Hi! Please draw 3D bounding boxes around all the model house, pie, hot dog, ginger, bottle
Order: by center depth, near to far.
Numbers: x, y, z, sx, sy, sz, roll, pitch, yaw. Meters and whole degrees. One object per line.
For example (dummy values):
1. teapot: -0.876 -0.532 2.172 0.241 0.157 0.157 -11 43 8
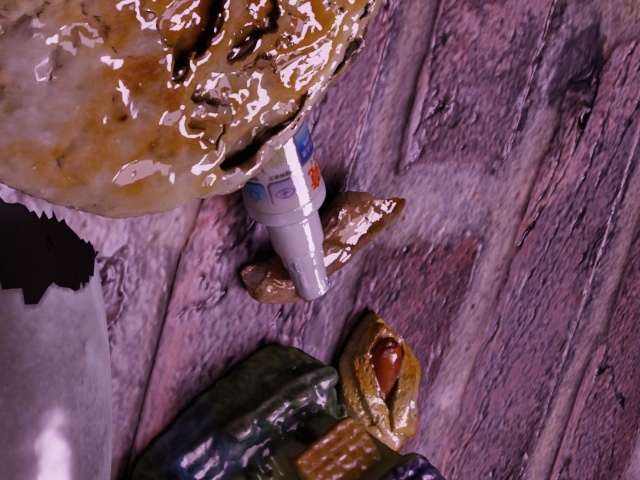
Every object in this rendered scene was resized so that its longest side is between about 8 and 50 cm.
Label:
1. pie: -0.069 -0.153 1.004 0.339 0.077 0.339 -29 141 -27
2. bottle: -0.031 -0.049 1.232 0.060 0.060 0.217 -39 133 -29
3. model house: -0.007 0.215 1.319 0.194 0.211 0.170 -36 139 -30
4. ginger: 0.002 0.004 1.338 0.137 0.044 0.057 -41 169 -19
5. hot dog: 0.046 0.141 1.461 0.078 0.061 0.169 -22 128 -40

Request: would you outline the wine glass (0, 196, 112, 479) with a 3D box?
1. wine glass: -0.214 0.133 0.786 0.238 0.238 0.323 1 108 -51
